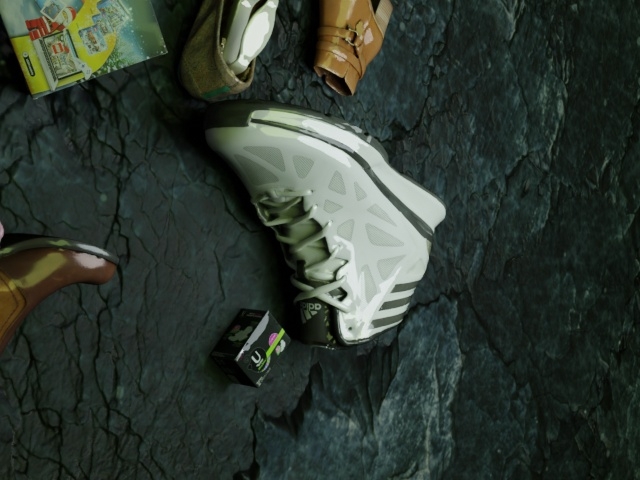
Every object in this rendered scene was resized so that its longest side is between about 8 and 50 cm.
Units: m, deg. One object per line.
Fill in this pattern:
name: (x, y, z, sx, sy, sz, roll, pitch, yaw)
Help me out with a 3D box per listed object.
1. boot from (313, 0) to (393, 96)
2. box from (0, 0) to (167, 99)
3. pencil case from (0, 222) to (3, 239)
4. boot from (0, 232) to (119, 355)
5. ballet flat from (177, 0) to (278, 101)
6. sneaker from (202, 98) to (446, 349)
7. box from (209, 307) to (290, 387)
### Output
boot: (0.017, -0.304, 1.594, 0.197, 0.073, 0.152, 36, 71, -38)
box: (-0.280, -0.290, 1.260, 0.159, 0.044, 0.233, -22, 110, -14)
pencil case: (-0.389, -0.106, 1.100, 0.124, 0.124, 0.284, -11, 84, -45)
boot: (-0.339, 0.132, 1.229, 0.264, 0.096, 0.281, 1, 92, -46)
ballet flat: (-0.086, -0.320, 1.459, 0.107, 0.106, 0.316, 23, 75, -44)
sneaker: (0.001, 0.000, 1.517, 0.447, 0.169, 0.258, 29, 70, -45)
box: (-0.091, 0.139, 1.513, 0.083, 0.052, 0.062, -56, 128, -27)
